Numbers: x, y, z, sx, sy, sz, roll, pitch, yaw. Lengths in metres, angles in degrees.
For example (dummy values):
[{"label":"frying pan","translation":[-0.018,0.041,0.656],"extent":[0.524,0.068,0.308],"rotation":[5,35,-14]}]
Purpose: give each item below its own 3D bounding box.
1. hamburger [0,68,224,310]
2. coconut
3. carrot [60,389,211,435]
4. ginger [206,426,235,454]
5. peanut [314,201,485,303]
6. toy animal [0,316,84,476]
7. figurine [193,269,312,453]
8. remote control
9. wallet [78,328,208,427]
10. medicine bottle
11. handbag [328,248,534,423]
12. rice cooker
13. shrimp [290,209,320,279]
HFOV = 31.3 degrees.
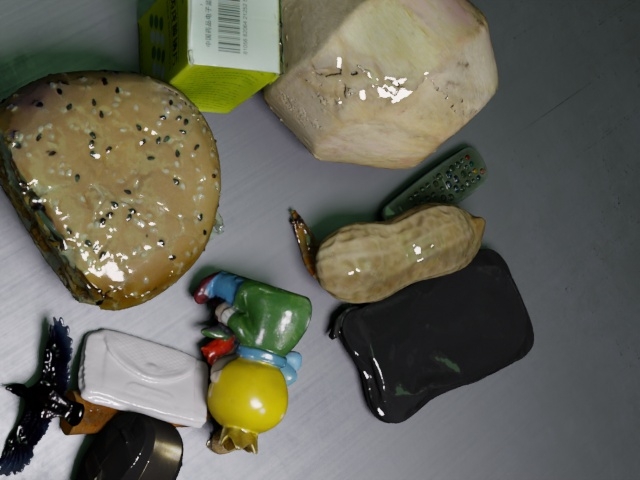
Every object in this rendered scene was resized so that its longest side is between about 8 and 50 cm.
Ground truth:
[{"label":"hamburger","translation":[-0.279,-0.083,1.524],"extent":[0.277,0.195,0.318],"rotation":[-37,101,-24]},{"label":"coconut","translation":[0.074,-0.270,1.665],"extent":[0.353,0.352,0.352],"rotation":[4,80,-26]},{"label":"carrot","translation":[-0.246,0.237,1.565],"extent":[0.210,0.061,0.061],"rotation":[6,79,-29]},{"label":"ginger","translation":[-0.107,0.250,1.636],"extent":[0.057,0.044,0.137],"rotation":[40,69,-25]},{"label":"peanut","translation":[0.122,0.017,1.716],"extent":[0.298,0.136,0.120],"rotation":[-16,83,-24]},{"label":"toy animal","translation":[-0.362,0.209,1.490],"extent":[0.062,0.108,0.220],"rotation":[25,80,-48]},{"label":"figurine","translation":[-0.116,0.169,1.586],"extent":[0.127,0.185,0.234],"rotation":[16,91,-66]},{"label":"remote control","translation":[0.183,-0.078,1.833],"extent":[0.222,0.042,0.072],"rotation":[-33,99,-28]},{"label":"wallet","translation":[-0.239,0.186,1.560],"extent":[0.183,0.032,0.124],"rotation":[20,41,-22]},{"label":"medicine bottle","translation":[-0.157,-0.272,1.582],"extent":[0.141,0.250,0.137],"rotation":[3,81,-23]},{"label":"handbag","translation":[0.177,0.147,1.775],"extent":[0.332,0.075,0.191],"rotation":[-23,91,-26]},{"label":"rice cooker","translation":[-0.252,0.306,1.503],"extent":[0.106,0.112,0.165],"rotation":[19,109,-36]},{"label":"shrimp","translation":[0.000,0.000,1.739],"extent":[0.091,0.025,0.127],"rotation":[-38,103,-26]}]
